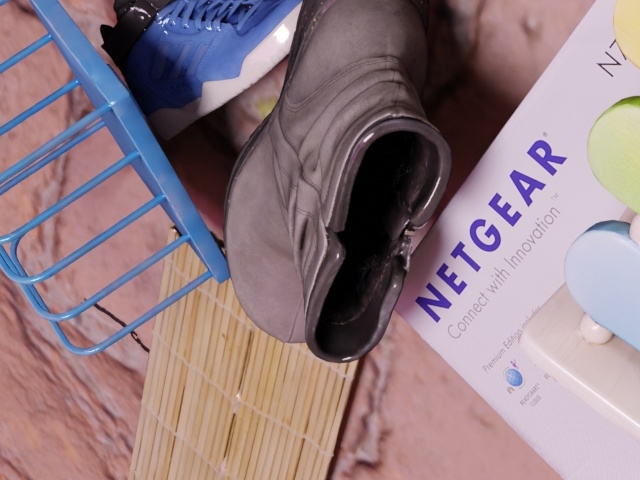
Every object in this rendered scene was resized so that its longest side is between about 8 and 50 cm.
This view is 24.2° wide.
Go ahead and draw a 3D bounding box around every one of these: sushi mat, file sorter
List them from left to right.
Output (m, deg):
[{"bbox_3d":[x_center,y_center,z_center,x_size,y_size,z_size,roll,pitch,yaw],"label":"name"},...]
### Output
[{"bbox_3d":[-0.140,-0.034,0.800,0.118,0.104,0.170,50,171,35],"label":"file sorter"},{"bbox_3d":[-0.062,0.143,0.967,0.151,0.019,0.316,32,132,22],"label":"sushi mat"}]

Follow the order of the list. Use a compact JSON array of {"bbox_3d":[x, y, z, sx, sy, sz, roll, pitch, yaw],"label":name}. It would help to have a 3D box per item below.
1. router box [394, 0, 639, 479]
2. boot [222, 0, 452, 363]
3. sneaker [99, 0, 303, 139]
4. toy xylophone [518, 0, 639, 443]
[{"bbox_3d":[0.219,0.015,0.603,0.301,0.082,0.335,44,135,12],"label":"router box"},{"bbox_3d":[0.000,0.000,0.716,0.083,0.161,0.246,8,132,-8],"label":"boot"},{"bbox_3d":[-0.065,-0.116,0.792,0.084,0.058,0.152,54,143,-9],"label":"sneaker"},{"bbox_3d":[0.199,-0.039,0.470,0.236,0.081,0.323,29,130,25],"label":"toy xylophone"}]
